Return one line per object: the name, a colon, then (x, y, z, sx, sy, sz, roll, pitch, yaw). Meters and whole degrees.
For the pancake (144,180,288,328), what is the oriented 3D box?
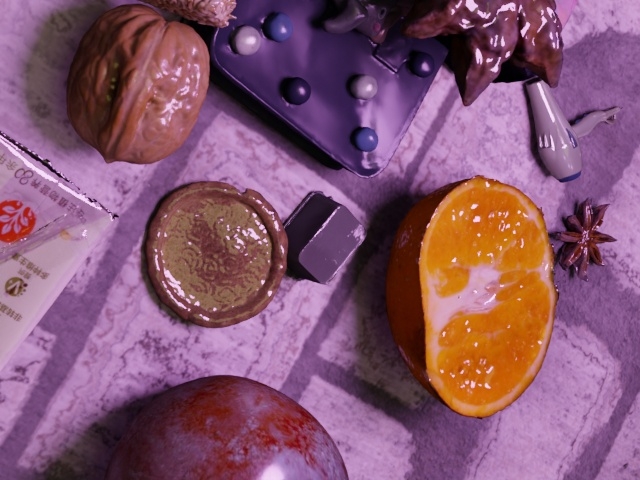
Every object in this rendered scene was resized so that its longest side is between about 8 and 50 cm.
pancake: (-0.131, 0.017, 1.319, 0.199, 0.021, 0.199, -3, 102, -17)

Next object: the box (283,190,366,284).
box: (0.000, 0.000, 1.387, 0.122, 0.069, 0.084, -52, 124, -11)

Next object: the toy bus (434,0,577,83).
toy bus: (0.174, -0.397, 1.348, 0.386, 0.171, 0.162, 45, 72, -29)

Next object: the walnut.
walnut: (-0.211, -0.173, 1.169, 0.155, 0.155, 0.184, 14, 103, -33)

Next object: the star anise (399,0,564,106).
star anise: (0.219, -0.314, 1.225, 0.315, 0.108, 0.315, -3, 97, -22)

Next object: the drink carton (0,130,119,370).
drink carton: (-0.405, 0.037, 1.110, 0.194, 0.132, 0.324, 40, 82, -33)

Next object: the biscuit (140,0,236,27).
biscuit: (-0.174, -0.295, 1.155, 0.168, 0.082, 0.070, 19, 80, 9)

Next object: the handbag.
handbag: (0.011, -0.262, 1.308, 0.325, 0.118, 0.269, 34, 83, -35)

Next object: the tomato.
tomato: (-0.120, 0.328, 1.280, 0.316, 0.282, 0.317, -2, 93, -39)

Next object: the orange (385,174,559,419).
orange: (0.214, 0.083, 1.437, 0.274, 0.274, 0.310, -23, 78, -25)

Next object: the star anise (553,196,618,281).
star anise: (0.427, -0.001, 1.666, 0.141, 0.042, 0.141, -6, 102, -32)

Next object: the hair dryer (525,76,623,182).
hair dryer: (0.394, -0.208, 1.597, 0.199, 0.067, 0.167, -47, 116, -26)
